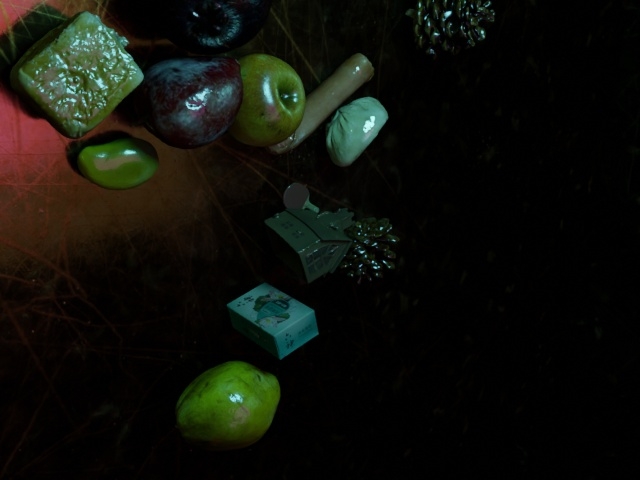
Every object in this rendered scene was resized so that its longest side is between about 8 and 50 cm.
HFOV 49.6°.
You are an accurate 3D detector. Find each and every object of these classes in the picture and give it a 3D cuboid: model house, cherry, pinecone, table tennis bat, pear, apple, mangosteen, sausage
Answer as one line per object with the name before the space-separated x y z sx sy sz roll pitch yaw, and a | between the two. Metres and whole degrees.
model house | 0.000 0.000 2.067 0.243 0.211 0.204 -32 134 -20
cherry | -0.303 -0.330 1.621 0.300 0.230 0.203 -36 130 -19
pinecone | 0.145 0.034 2.228 0.202 0.229 0.201 -26 97 -78
pinecone | 0.387 -0.671 2.109 0.243 0.257 0.243 -35 145 -29
table tennis bat | -0.057 -0.120 2.111 0.156 0.013 0.087 28 87 -45
pear | -0.267 0.484 2.019 0.321 0.269 0.269 -18 121 -23
apple | -0.159 -0.358 1.791 0.237 0.208 0.236 -2 93 -52
mangosteen | -0.255 -0.569 1.544 0.300 0.300 0.300 -20 121 -36
sausage | -0.003 -0.386 1.979 0.419 0.094 0.094 -46 143 -20

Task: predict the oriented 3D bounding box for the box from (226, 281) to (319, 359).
box | -0.142 0.230 2.023 0.153 0.245 0.092 -31 127 -30

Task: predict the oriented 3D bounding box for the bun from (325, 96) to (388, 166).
bun | 0.093 -0.332 2.041 0.133 0.231 0.231 36 81 -8

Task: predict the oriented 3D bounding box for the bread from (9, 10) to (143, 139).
bread | -0.509 -0.352 1.464 0.246 0.176 0.195 -47 122 -13

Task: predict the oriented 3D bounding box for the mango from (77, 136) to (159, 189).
mango | -0.477 -0.180 1.643 0.191 0.085 0.122 -16 130 -27
